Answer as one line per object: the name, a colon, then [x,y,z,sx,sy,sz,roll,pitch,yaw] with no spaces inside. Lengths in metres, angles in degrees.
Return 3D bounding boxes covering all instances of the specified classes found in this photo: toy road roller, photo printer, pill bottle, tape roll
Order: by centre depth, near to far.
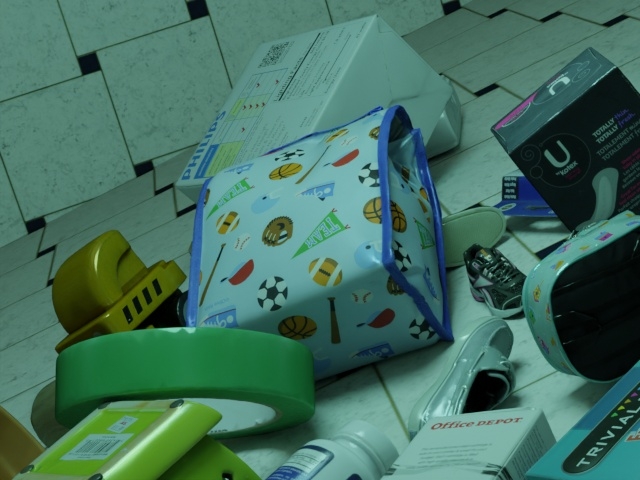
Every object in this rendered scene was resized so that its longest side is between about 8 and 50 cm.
pill bottle: [-0.002,0.277,1.449,0.186,0.112,0.112,-37,20,-35]
tape roll: [-0.168,0.185,1.703,0.321,0.077,0.321,-3,-18,-1]
toy road roller: [-0.329,0.140,2.070,0.202,0.241,0.329,-31,10,46]
photo printer: [0.127,-0.207,2.741,0.307,0.107,0.256,-22,18,15]

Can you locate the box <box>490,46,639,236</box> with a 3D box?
box: [0.358,-0.075,1.660,0.165,0.270,0.143,-39,16,10]

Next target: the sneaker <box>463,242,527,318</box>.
sneaker: [0.236,0.049,1.852,0.072,0.077,0.178,-32,18,-15]

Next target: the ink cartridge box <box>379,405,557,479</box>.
ink cartridge box: [0.133,0.259,1.348,0.148,0.086,0.203,-12,21,41]

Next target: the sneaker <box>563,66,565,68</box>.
sneaker: [0.466,-0.252,2.403,0.094,0.091,0.258,-26,16,-1]

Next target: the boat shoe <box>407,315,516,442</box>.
boat shoe: [0.185,0.170,1.585,0.081,0.079,0.227,-1,33,37]

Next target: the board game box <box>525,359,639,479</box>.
board game box: [0.389,0.181,1.221,0.253,0.079,0.336,-37,20,-33]

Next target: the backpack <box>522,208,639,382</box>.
backpack: [0.318,0.066,1.522,0.188,0.166,0.144,-28,15,-19]

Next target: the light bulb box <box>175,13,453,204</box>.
light bulb box: [-0.014,-0.184,2.473,0.361,0.225,0.358,-3,53,53]

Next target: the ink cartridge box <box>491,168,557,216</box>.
ink cartridge box: [0.384,-0.096,2.074,0.224,0.045,0.223,-25,14,-29]

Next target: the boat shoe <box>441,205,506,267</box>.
boat shoe: [0.168,0.007,2.069,0.233,0.084,0.079,-28,21,1]

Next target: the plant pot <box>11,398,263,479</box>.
plant pot: [-0.200,0.303,1.500,0.228,0.207,0.227,-7,25,46]

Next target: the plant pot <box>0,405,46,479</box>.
plant pot: [-0.459,0.335,1.720,0.203,0.291,0.291,-44,17,-1]

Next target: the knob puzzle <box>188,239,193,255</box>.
knob puzzle: [-0.180,-0.005,2.716,0.213,0.030,0.213,-23,17,7]

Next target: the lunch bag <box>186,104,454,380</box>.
lunch bag: [0.000,0.000,1.937,0.327,0.239,0.385,-21,45,17]
